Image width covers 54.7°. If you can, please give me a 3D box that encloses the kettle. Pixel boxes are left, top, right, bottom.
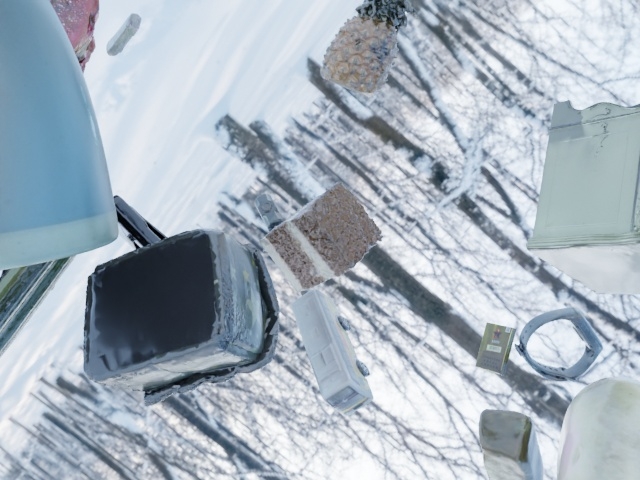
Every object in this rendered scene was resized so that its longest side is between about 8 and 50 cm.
[{"bbox_3d":[-0.367,-0.143,0.603,0.247,0.341,0.319,-3,-169,10],"label":"kettle"}]

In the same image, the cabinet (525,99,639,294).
[{"bbox_3d":[0.587,-0.088,1.169,0.228,0.290,0.317,-6,-116,50],"label":"cabinet"}]

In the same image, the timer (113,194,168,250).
[{"bbox_3d":[-0.265,0.014,1.000,0.055,0.187,0.144,-45,173,-18],"label":"timer"}]

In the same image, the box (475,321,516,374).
[{"bbox_3d":[0.484,0.298,1.711,0.090,0.023,0.133,4,-106,53],"label":"box"}]

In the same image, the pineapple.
[{"bbox_3d":[0.132,-0.501,1.406,0.169,0.169,0.340,-71,-173,-74],"label":"pineapple"}]

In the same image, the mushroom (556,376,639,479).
[{"bbox_3d":[0.548,0.430,1.101,0.315,0.315,0.355,-45,-130,33],"label":"mushroom"}]

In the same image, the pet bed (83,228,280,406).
[{"bbox_3d":[-0.173,0.099,0.793,0.211,0.183,0.159,-21,150,16],"label":"pet bed"}]

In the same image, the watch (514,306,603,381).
[{"bbox_3d":[0.628,0.281,1.628,0.193,0.206,0.068,-35,-164,9],"label":"watch"}]

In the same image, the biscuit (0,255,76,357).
[{"bbox_3d":[-0.465,0.113,0.905,0.099,0.038,0.322,87,25,-56],"label":"biscuit"}]

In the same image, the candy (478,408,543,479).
[{"bbox_3d":[0.389,0.437,1.260,0.104,0.234,0.102,2,-132,32],"label":"candy"}]

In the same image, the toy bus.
[{"bbox_3d":[0.020,0.227,1.297,0.092,0.106,0.268,-36,-133,15],"label":"toy bus"}]

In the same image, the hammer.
[{"bbox_3d":[-0.076,0.044,1.558,0.044,0.365,0.111,-26,-136,-5],"label":"hammer"}]

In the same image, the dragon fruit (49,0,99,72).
[{"bbox_3d":[-0.591,-0.403,1.126,0.249,0.387,0.370,135,-44,-76],"label":"dragon fruit"}]

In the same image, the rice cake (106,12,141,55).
[{"bbox_3d":[-0.539,-0.556,1.682,0.207,0.036,0.047,-16,-123,52],"label":"rice cake"}]

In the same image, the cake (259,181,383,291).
[{"bbox_3d":[0.000,0.000,1.045,0.147,0.134,0.135,-38,-178,39],"label":"cake"}]
